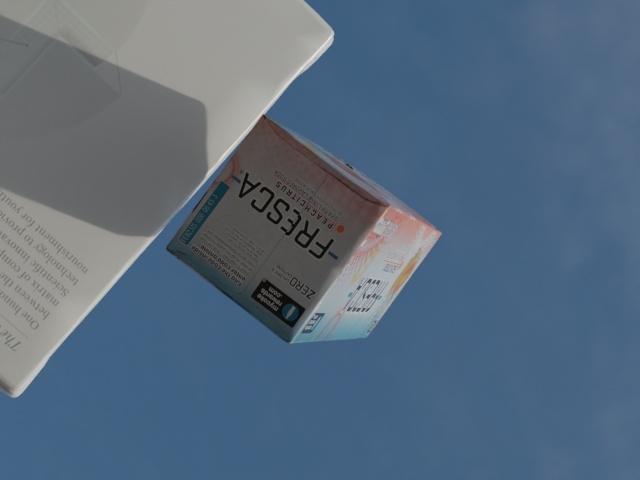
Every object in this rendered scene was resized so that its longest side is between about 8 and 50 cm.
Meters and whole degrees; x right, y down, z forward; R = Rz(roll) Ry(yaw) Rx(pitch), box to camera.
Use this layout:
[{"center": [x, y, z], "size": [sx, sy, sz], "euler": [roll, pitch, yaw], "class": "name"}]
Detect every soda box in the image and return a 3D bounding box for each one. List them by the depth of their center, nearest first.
[{"center": [0.000, 0.000, 0.651], "size": [0.058, 0.183, 0.063], "euler": [36, -87, 10], "class": "soda box"}]

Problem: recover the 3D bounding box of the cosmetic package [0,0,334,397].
[{"center": [-0.161, -0.087, 0.767], "size": [0.224, 0.224, 0.138], "euler": [-49, -164, -12], "class": "cosmetic package"}]
